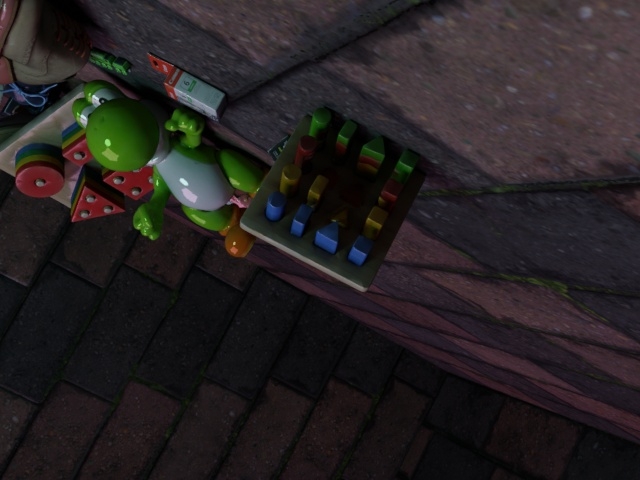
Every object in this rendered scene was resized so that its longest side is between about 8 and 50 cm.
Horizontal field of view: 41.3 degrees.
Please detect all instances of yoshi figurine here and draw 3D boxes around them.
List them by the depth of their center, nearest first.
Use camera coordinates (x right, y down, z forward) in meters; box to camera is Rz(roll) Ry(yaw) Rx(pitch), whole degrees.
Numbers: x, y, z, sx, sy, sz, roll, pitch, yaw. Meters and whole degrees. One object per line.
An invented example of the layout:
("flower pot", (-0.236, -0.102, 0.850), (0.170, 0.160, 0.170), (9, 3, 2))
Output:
("yoshi figurine", (-0.232, -0.115, 1.346), (0.362, 0.203, 0.203), (33, 155, -17))

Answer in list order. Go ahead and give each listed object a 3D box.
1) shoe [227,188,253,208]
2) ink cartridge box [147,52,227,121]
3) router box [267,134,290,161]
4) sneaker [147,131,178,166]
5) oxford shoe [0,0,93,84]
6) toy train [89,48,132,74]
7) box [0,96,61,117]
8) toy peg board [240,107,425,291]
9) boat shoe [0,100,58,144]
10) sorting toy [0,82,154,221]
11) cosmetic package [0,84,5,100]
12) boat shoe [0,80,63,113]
("shoe", (-0.125, -0.080, 1.631), (0.081, 0.063, 0.178), (-12, 133, 43))
("ink cartridge box", (-0.179, -0.200, 1.117), (0.115, 0.029, 0.063), (28, 173, 0))
("router box", (-0.010, -0.074, 1.144), (0.122, 0.038, 0.092), (56, -170, 32))
("sneaker", (-0.279, -0.169, 1.514), (0.215, 0.083, 0.084), (10, 175, -4))
("oxford shoe", (-0.349, -0.272, 1.060), (0.130, 0.122, 0.348), (3, 179, -19))
("toy train", (-0.305, -0.259, 1.220), (0.083, 0.017, 0.023), (24, 162, 27))
("box", (-0.625, -0.281, 1.916), (0.158, 0.093, 0.156), (33, 171, -23))
("toy peg board", (0.019, -0.057, 0.937), (0.161, 0.160, 0.079), (27, 157, 4))
("boat shoe", (-0.583, -0.220, 1.724), (0.103, 0.113, 0.302), (44, -151, 18))
("sorting toy", (-0.446, -0.139, 1.632), (0.257, 0.256, 0.089), (36, -149, -47))
("cosmetic package", (-0.723, -0.323, 1.614), (0.296, 0.153, 0.129), (24, -171, 42))
("boat shoe", (-0.524, -0.283, 1.555), (0.109, 0.089, 0.258), (28, 173, 2))
